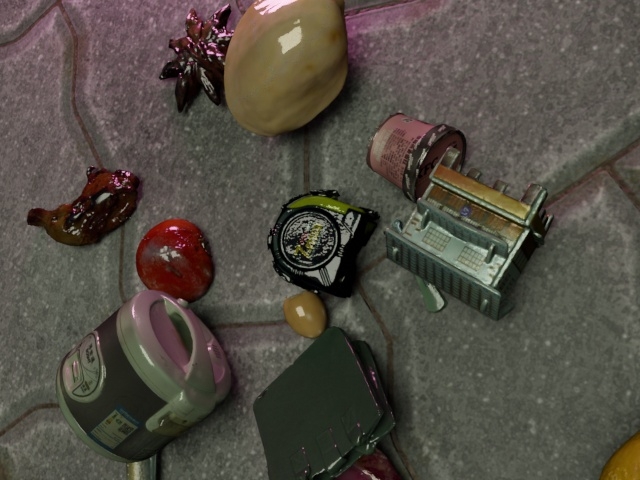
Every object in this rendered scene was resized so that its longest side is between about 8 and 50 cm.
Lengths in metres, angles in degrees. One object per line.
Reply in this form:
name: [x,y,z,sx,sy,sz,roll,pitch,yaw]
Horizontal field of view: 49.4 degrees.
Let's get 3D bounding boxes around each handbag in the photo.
handbag: [0.004,0.310,1.239,0.247,0.079,0.260,-44,33,13]

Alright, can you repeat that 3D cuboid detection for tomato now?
tomato: [-0.327,0.043,1.487,0.173,0.099,0.189,-25,74,17]

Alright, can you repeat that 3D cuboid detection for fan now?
fan: [0.180,0.046,1.305,0.038,0.016,0.193,-31,71,19]

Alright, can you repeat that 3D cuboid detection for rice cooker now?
rice cooker: [-0.335,0.261,1.357,0.277,0.288,0.288,-38,68,14]

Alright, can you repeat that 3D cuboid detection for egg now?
egg: [-0.028,0.145,1.347,0.080,0.080,0.096,-24,81,19]

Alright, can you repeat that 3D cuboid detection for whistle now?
whistle: [-0.370,0.558,1.442,0.068,0.057,0.326,-3,79,11]

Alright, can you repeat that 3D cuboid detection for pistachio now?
pistachio: [-0.059,-0.358,1.375,0.238,0.229,0.321,31,107,-1]

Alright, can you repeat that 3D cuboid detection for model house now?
model house: [0.255,-0.011,1.180,0.224,0.198,0.215,30,88,25]

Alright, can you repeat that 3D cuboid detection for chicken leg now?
chicken leg: [-0.560,-0.077,1.631,0.322,0.083,0.177,-34,61,14]

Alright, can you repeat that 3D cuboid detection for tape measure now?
tape measure: [0.000,0.000,1.344,0.186,0.112,0.199,22,85,19]

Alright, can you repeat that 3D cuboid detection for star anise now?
star anise: [-0.273,-0.415,1.540,0.272,0.102,0.272,-6,77,26]

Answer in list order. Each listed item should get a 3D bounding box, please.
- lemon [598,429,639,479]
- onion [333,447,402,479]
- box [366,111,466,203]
lemon: [0.517,0.382,0.955,0.293,0.293,0.293,-4,80,23]
onion: [0.028,0.481,1.230,0.250,0.111,0.247,-21,83,25]
box: [0.169,-0.156,1.277,0.135,0.151,0.151,32,95,34]
